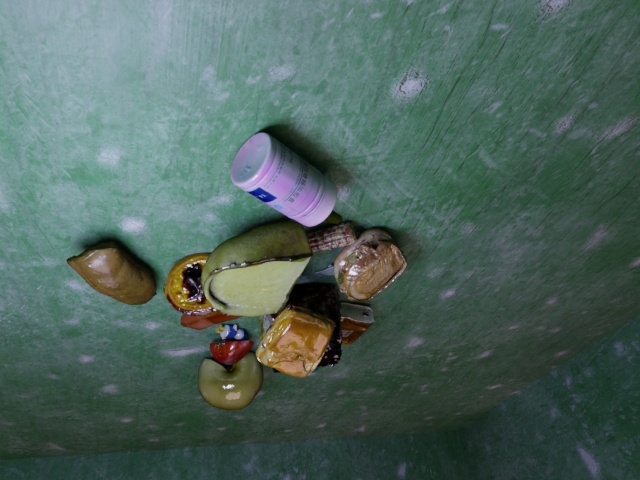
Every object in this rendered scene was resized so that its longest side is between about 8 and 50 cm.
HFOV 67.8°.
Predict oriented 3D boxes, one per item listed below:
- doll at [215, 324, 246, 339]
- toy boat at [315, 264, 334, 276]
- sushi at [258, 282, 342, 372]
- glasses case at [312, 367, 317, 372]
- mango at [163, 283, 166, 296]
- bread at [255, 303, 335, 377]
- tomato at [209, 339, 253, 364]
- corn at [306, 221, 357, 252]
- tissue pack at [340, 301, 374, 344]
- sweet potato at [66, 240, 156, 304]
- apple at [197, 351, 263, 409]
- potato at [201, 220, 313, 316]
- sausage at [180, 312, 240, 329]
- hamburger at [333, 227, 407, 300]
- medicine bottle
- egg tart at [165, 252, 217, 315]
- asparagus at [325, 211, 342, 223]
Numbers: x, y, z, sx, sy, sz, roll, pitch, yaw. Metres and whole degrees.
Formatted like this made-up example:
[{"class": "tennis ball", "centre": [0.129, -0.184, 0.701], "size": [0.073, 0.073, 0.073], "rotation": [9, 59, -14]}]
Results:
[{"class": "doll", "centre": [-0.362, 0.380, 1.963], "size": [0.143, 0.058, 0.099], "rotation": [24, 123, -40]}, {"class": "toy boat", "centre": [0.061, 0.111, 1.720], "size": [0.105, 0.034, 0.149], "rotation": [24, 131, -33]}, {"class": "sushi", "centre": [-0.071, 0.322, 1.752], "size": [0.294, 0.299, 0.281], "rotation": [-1, 142, -13]}, {"class": "glasses case", "centre": [-0.055, 0.533, 2.229], "size": [0.117, 0.070, 0.301], "rotation": [-4, 144, -7]}, {"class": "mango", "centre": [-0.492, 0.200, 1.691], "size": [0.101, 0.066, 0.187], "rotation": [-15, 139, 20]}, {"class": "bread", "centre": [-0.076, 0.332, 1.544], "size": [0.210, 0.099, 0.235], "rotation": [25, 107, -20]}, {"class": "tomato", "centre": [-0.374, 0.474, 2.014], "size": [0.189, 0.099, 0.173], "rotation": [-9, 160, 25]}, {"class": "corn", "centre": [0.000, 0.000, 1.533], "size": [0.237, 0.079, 0.079], "rotation": [-14, 143, 12]}, {"class": "tissue pack", "centre": [0.096, 0.352, 2.004], "size": [0.183, 0.092, 0.226], "rotation": [9, 142, -25]}, {"class": "sweet potato", "centre": [-0.616, 0.116, 1.480], "size": [0.157, 0.158, 0.370], "rotation": [-18, 142, 10]}, {"class": "apple", "centre": [-0.405, 0.651, 2.165], "size": [0.295, 0.233, 0.258], "rotation": [-1, 138, -10]}, {"class": "potato", "centre": [-0.218, 0.062, 1.421], "size": [0.280, 0.213, 0.330], "rotation": [1, 139, -24]}, {"class": "sausage", "centre": [-0.371, 0.258, 1.768], "size": [0.348, 0.094, 0.097], "rotation": [-19, 148, 22]}, {"class": "hamburger", "centre": [0.164, 0.090, 1.613], "size": [0.243, 0.146, 0.286], "rotation": [-5, 131, -29]}, {"class": "medicine bottle", "centre": [-0.089, -0.152, 1.242], "size": [0.152, 0.152, 0.254], "rotation": [-33, 137, 28]}, {"class": "egg tart", "centre": [-0.384, 0.158, 1.559], "size": [0.215, 0.215, 0.171], "rotation": [-7, 157, -4]}, {"class": "asparagus", "centre": [0.000, -0.085, 1.448], "size": [0.045, 0.041, 0.178], "rotation": [0, 169, 39]}]
